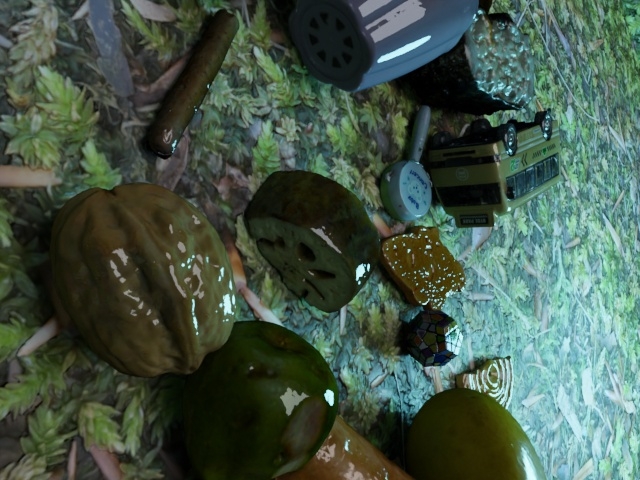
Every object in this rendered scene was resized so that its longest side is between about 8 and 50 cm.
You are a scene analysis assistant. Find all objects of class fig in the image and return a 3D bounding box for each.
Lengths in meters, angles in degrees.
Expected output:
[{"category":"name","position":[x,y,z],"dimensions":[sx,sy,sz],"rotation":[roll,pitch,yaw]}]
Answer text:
[{"category":"fig","position":[-0.104,0.247,0.902],"dimensions":[0.206,0.206,0.274],"rotation":[16,105,-46]}]

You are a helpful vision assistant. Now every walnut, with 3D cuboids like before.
[{"category":"walnut","position":[-0.198,0.047,0.799],"dimensions":[0.198,0.198,0.244],"rotation":[-35,109,-46]}]

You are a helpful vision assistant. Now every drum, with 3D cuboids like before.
[{"category":"drum","position":[0.193,-0.143,1.371],"dimensions":[0.130,0.049,0.253],"rotation":[52,50,-29]}]

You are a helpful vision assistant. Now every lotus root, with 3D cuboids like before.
[{"category":"lotus root","position":[0.000,0.000,1.083],"dimensions":[0.234,0.138,0.119],"rotation":[52,39,-22]}]

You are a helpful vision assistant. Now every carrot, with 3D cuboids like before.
[{"category":"carrot","position":[0.025,0.365,1.006],"dimensions":[0.254,0.196,0.196],"rotation":[49,51,-25]}]

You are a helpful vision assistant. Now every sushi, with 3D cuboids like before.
[{"category":"sushi","position":[0.314,-0.369,1.454],"dimensions":[0.350,0.171,0.210],"rotation":[-7,92,-48]}]

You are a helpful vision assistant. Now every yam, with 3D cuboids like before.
[{"category":"yam","position":[-0.176,-0.223,0.973],"dimensions":[0.046,0.046,0.263],"rotation":[43,53,-35]}]

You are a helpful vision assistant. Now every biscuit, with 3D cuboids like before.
[{"category":"biscuit","position":[0.197,0.053,1.350],"dimensions":[0.280,0.043,0.183],"rotation":[18,67,-41]},{"category":"biscuit","position":[0.366,0.329,1.501],"dimensions":[0.224,0.033,0.144],"rotation":[-1,84,-48]}]

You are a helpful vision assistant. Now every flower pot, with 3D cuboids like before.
[{"category":"flower pot","position":[0.088,-0.379,1.165],"dimensions":[0.243,0.265,0.265],"rotation":[-44,117,-28]}]

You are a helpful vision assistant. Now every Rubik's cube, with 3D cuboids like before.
[{"category":"Rubik's cube","position":[0.211,0.184,1.304],"dimensions":[0.093,0.111,0.111],"rotation":[-34,112,-16]}]

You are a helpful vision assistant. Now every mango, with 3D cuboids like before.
[{"category":"mango","position":[0.265,0.417,1.129],"dimensions":[0.445,0.221,0.301],"rotation":[-80,147,-78]}]

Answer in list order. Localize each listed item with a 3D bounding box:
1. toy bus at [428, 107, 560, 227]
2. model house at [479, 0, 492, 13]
[{"category":"toy bus","position":[0.388,-0.163,1.500],"dimensions":[0.365,0.177,0.201],"rotation":[-23,107,-49]},{"category":"model house","position":[0.290,-0.576,1.512],"dimensions":[0.136,0.207,0.219],"rotation":[1,90,-13]}]
